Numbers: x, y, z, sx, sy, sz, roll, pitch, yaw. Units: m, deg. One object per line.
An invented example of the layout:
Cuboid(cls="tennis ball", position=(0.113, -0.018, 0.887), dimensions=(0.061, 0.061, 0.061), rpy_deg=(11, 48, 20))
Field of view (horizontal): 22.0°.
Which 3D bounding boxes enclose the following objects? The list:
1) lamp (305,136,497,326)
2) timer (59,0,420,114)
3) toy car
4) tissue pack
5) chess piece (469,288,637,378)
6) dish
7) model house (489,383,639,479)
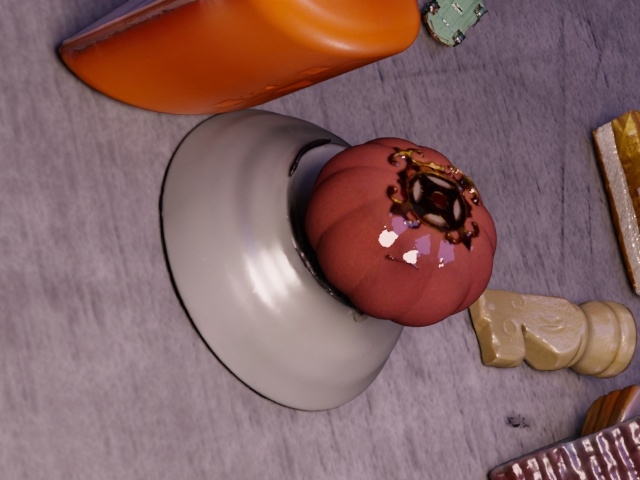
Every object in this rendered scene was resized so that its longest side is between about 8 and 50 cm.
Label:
Cuboid(cls="lamp", position=(0.068, -0.004, 1.468), dimensions=(0.182, 0.140, 0.182), rpy_deg=(21, 46, -24))
Cuboid(cls="timer", position=(-0.072, -0.208, 1.487), dimensions=(0.250, 0.257, 0.161), rpy_deg=(-20, 93, -53))
Cuboid(cls="toy car", position=(0.153, -0.265, 1.932), dimensions=(0.059, 0.035, 0.122), rpy_deg=(49, 45, -11))
Cuboid(cls="tissue pack", position=(0.440, -0.040, 2.091), dimensions=(0.183, 0.092, 0.226), rpy_deg=(6, 64, -46))
Cuboid(cls="chess piece", position=(0.250, 0.102, 1.825), dimensions=(0.200, 0.090, 0.090), rpy_deg=(8, 64, -33))
Cuboid(cls="dish", position=(0.000, 0.000, 1.569), dimensions=(0.316, 0.106, 0.316), rpy_deg=(24, 55, -39))
Cuboid(cls="model house", position=(0.349, 0.315, 1.700), dimensions=(0.339, 0.297, 0.360), rpy_deg=(-17, 83, -19))
